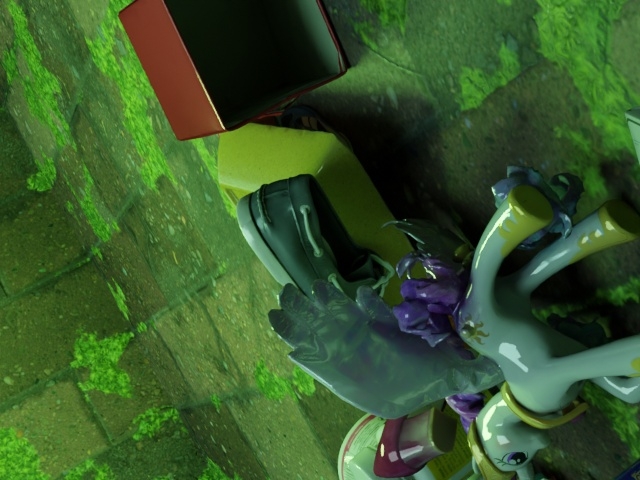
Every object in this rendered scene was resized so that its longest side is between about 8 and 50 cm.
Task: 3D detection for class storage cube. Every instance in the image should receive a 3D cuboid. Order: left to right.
[{"bbox_3d":[-0.113,-0.250,1.330,0.215,0.184,0.193,65,158,-12],"label":"storage cube"}]

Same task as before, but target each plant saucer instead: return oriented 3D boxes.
[{"bbox_3d":[0.000,0.000,1.427,0.332,0.081,0.333,56,161,-25],"label":"plant saucer"}]

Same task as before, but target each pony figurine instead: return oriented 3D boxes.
[{"bbox_3d":[0.173,0.088,1.081,0.351,0.303,0.363,46,140,11],"label":"pony figurine"}]

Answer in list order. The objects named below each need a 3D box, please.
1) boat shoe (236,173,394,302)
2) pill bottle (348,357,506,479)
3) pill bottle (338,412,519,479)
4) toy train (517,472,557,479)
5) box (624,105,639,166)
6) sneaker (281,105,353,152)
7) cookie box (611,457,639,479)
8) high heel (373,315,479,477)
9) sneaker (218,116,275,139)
[{"bbox_3d":[0.033,0.052,1.251,0.319,0.099,0.116,50,-157,-23],"label":"boat shoe"},{"bbox_3d":[0.145,0.250,1.330,0.119,0.208,0.119,48,163,20],"label":"pill bottle"},{"bbox_3d":[0.159,0.341,1.488,0.283,0.160,0.160,14,129,60],"label":"pill bottle"},{"bbox_3d":[0.301,0.359,1.334,0.125,0.046,0.166,10,116,65],"label":"toy train"},{"bbox_3d":[0.324,0.037,0.783,0.169,0.087,0.289,-98,-13,-74],"label":"box"},{"bbox_3d":[-0.016,-0.134,1.423,0.144,0.059,0.053,39,151,42],"label":"sneaker"},{"bbox_3d":[0.353,0.275,1.096,0.107,0.092,0.040,55,154,14],"label":"cookie box"},{"bbox_3d":[0.122,0.169,1.280,0.082,0.244,0.117,31,138,-25],"label":"high heel"},{"bbox_3d":[-0.134,-0.200,1.589,0.128,0.087,0.221,-167,63,-71],"label":"sneaker"}]
